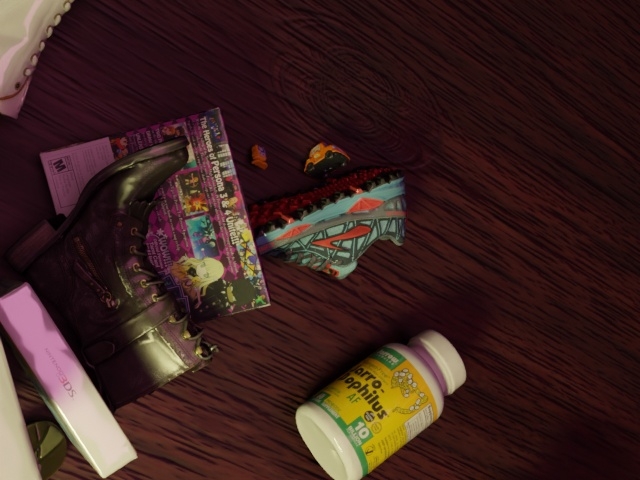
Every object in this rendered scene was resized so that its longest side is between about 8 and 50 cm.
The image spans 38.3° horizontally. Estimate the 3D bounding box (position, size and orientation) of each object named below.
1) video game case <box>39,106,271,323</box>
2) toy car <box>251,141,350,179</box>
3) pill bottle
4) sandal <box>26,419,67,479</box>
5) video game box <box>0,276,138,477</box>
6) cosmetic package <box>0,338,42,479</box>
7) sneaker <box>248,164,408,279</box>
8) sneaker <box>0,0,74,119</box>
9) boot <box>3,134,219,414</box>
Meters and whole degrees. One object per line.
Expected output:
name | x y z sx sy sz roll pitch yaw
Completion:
video game case | -0.184 -0.013 1.045 0.210 0.042 0.232 -15 95 0
toy car | -0.025 -0.114 1.165 0.122 0.060 0.041 11 52 -32
pill bottle | 0.082 0.204 1.171 0.208 0.117 0.118 -32 102 -23
sandal | -0.379 0.255 0.982 0.219 0.060 0.090 -28 107 -39
video game box | -0.278 0.136 0.959 0.048 0.187 0.205 -34 102 -23
cosmetic package | -0.368 0.131 0.815 0.155 0.365 0.197 -18 99 -24
sneaker | 0.000 0.000 1.145 0.261 0.104 0.125 -20 110 -16
sneaker | -0.332 -0.208 0.997 0.290 0.106 0.123 -38 109 -11
boot | -0.186 0.039 0.989 0.263 0.091 0.229 -37 95 14
